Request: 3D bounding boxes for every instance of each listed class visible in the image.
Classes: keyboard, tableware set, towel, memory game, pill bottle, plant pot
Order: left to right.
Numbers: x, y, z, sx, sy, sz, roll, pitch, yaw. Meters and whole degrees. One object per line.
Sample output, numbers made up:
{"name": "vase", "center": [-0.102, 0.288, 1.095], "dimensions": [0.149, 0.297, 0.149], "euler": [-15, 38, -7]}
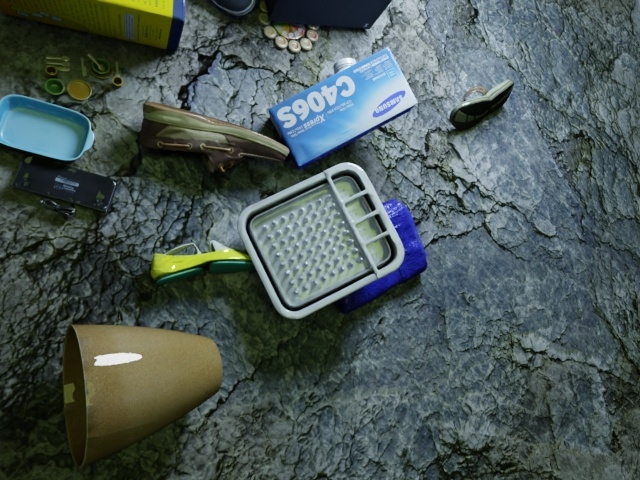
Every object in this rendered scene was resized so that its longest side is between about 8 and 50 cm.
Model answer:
{"name": "keyboard", "center": [-0.533, -0.103, 0.875], "dimensions": [0.180, 0.023, 0.108], "euler": [16, 67, -20]}
{"name": "tableware set", "center": [-0.523, -0.362, 0.929], "dimensions": [0.154, 0.024, 0.104], "euler": [-5, 82, -26]}
{"name": "plant pot", "center": [-0.330, 0.264, 0.801], "dimensions": [0.254, 0.237, 0.237], "euler": [0, 79, -40]}
{"name": "memory game", "center": [-0.088, -0.614, 1.183], "dimensions": [0.186, 0.012, 0.186], "euler": [6, 76, -24]}
{"name": "pill bottle", "center": [0.081, -0.421, 1.180], "dimensions": [0.087, 0.087, 0.160], "euler": [-6, 83, -25]}
{"name": "towel", "center": [0.141, 0.034, 1.123], "dimensions": [0.308, 0.076, 0.228], "euler": [-24, 89, -26]}

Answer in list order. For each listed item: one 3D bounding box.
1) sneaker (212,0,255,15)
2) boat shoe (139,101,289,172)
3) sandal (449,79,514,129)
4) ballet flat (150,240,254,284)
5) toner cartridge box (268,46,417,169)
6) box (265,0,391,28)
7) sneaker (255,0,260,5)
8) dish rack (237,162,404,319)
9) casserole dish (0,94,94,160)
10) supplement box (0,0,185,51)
{"name": "sneaker", "center": [-0.283, -0.711, 1.023], "dimensions": [0.126, 0.127, 0.321], "euler": [-34, 104, 9]}
{"name": "boat shoe", "center": [-0.245, -0.221, 0.992], "dimensions": [0.341, 0.123, 0.123], "euler": [10, 106, -28]}
{"name": "sandal", "center": [0.520, -0.457, 1.388], "dimensions": [0.302, 0.120, 0.086], "euler": [-32, 66, -28]}
{"name": "ballet flat", "center": [-0.261, 0.040, 0.944], "dimensions": [0.230, 0.077, 0.077], "euler": [-9, 70, -24]}
{"name": "toner cartridge box", "center": [0.056, -0.338, 1.088], "dimensions": [0.347, 0.075, 0.165], "euler": [-29, 94, -3]}
{"name": "box", "center": [0.006, -0.788, 1.161], "dimensions": [0.343, 0.179, 0.313], "euler": [-11, 83, -27]}
{"name": "sneaker", "center": [-0.218, -0.729, 1.127], "dimensions": [0.082, 0.069, 0.210], "euler": [-15, 94, 4]}
{"name": "dish rack", "center": [0.000, 0.000, 0.996], "dimensions": [0.332, 0.072, 0.286], "euler": [-26, 86, -10]}
{"name": "casserole dish", "center": [-0.575, -0.227, 0.872], "dimensions": [0.188, 0.037, 0.114], "euler": [14, 75, -21]}
{"name": "supplement box", "center": [-0.472, -0.561, 0.879], "dimensions": [0.356, 0.195, 0.194], "euler": [3, 92, -24]}
